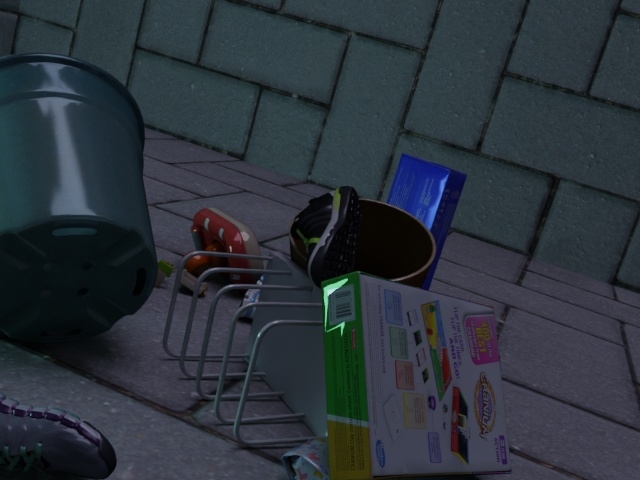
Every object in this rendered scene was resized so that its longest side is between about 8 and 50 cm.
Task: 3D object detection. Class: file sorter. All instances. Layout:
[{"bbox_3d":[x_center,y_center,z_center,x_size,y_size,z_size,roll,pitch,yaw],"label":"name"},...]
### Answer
[{"bbox_3d":[-0.089,0.146,1.103,0.173,0.192,0.278,5,16,-34],"label":"file sorter"}]

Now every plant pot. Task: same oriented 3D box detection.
[{"bbox_3d":[-0.404,-0.050,1.157,0.341,0.341,0.334,8,38,-34],"label":"plant pot"},{"bbox_3d":[0.055,0.094,1.305,0.237,0.254,0.237,5,36,-3],"label":"plant pot"}]

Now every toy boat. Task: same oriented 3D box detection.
[{"bbox_3d":[-0.224,0.034,1.623,0.151,0.151,0.231,-28,35,-28],"label":"toy boat"}]

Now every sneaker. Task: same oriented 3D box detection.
[{"bbox_3d":[-0.327,0.218,0.794,0.224,0.083,0.098,17,35,13],"label":"sneaker"},{"bbox_3d":[-0.101,0.120,1.518,0.083,0.071,0.190,23,21,3],"label":"sneaker"},{"bbox_3d":[0.000,0.000,1.163,0.097,0.084,0.234,-9,29,20],"label":"sneaker"}]

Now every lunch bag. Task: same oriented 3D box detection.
[{"bbox_3d":[0.001,0.281,0.939,0.083,0.053,0.071,34,20,25],"label":"lunch bag"}]

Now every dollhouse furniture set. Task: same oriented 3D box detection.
[{"bbox_3d":[-0.301,0.077,1.527,0.152,0.058,0.076,34,2,-8],"label":"dollhouse furniture set"}]

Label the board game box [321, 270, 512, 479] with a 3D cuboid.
[{"bbox_3d":[0.134,0.187,1.006,0.064,0.242,0.317,-18,-24,39],"label":"board game box"}]

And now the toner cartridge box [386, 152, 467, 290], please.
[{"bbox_3d":[0.230,-0.027,1.911,0.075,0.347,0.165,6,16,-42],"label":"toner cartridge box"}]
